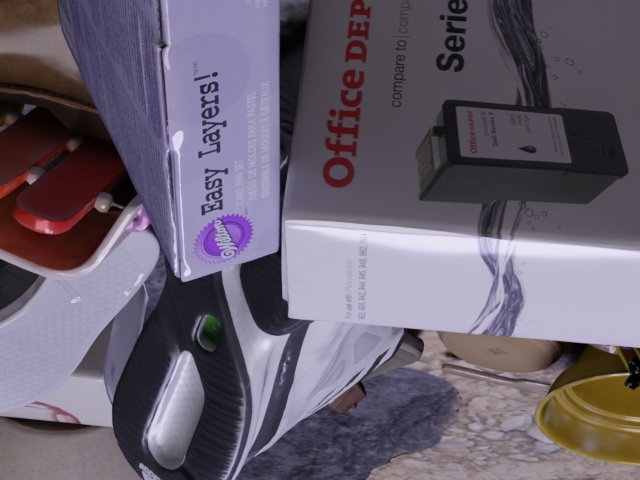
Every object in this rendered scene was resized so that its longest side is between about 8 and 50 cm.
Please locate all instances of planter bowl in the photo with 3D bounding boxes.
[{"bbox_3d":[0.315,0.134,1.348,0.217,0.090,0.217,5,149,3],"label":"planter bowl"}]

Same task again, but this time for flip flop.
[{"bbox_3d":[0.002,0.141,1.443,0.112,0.080,0.277,28,145,-30],"label":"flip flop"}]

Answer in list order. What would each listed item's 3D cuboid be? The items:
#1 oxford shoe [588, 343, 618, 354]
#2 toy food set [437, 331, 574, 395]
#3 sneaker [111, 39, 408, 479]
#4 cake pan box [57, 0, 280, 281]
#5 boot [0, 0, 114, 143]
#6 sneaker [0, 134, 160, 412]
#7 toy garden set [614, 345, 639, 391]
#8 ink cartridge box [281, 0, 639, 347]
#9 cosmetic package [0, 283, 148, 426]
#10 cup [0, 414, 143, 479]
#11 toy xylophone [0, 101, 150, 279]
[{"bbox_3d":[0.181,0.019,1.190,0.212,0.076,0.076,21,123,16],"label":"oxford shoe"},{"bbox_3d":[0.178,0.091,1.369,0.132,0.038,0.192,12,156,7],"label":"toy food set"},{"bbox_3d":[-0.001,0.000,1.166,0.169,0.257,0.447,39,123,16],"label":"sneaker"},{"bbox_3d":[-0.093,-0.147,0.757,0.070,0.246,0.267,-14,135,-16],"label":"cake pan box"},{"bbox_3d":[-0.225,-0.159,0.993,0.305,0.112,0.115,13,126,-10],"label":"boot"},{"bbox_3d":[-0.244,0.029,1.208,0.104,0.147,0.296,25,125,-35],"label":"sneaker"},{"bbox_3d":[0.185,-0.010,0.979,0.049,0.244,0.204,-26,145,-9],"label":"toy garden set"},{"bbox_3d":[0.121,-0.055,0.796,0.273,0.198,0.115,5,150,3],"label":"ink cartridge box"},{"bbox_3d":[-0.326,0.076,1.343,0.296,0.153,0.129,6,152,6],"label":"cosmetic package"},{"bbox_3d":[-0.260,0.231,1.481,0.331,0.331,0.237,6,125,3],"label":"cup"},{"bbox_3d":[-0.261,-0.056,0.994,0.322,0.236,0.081,20,114,-3],"label":"toy xylophone"}]
